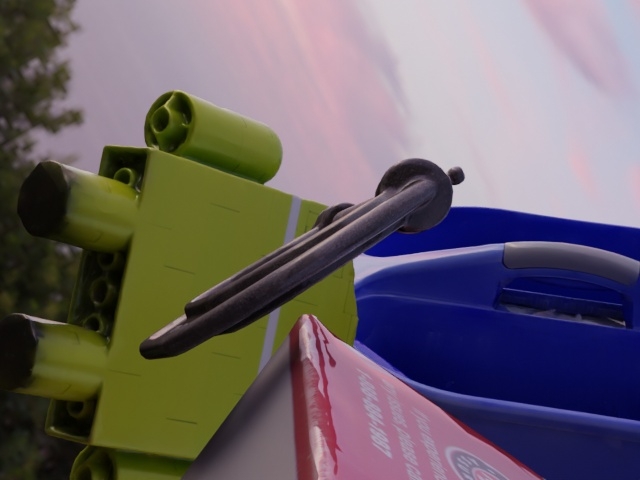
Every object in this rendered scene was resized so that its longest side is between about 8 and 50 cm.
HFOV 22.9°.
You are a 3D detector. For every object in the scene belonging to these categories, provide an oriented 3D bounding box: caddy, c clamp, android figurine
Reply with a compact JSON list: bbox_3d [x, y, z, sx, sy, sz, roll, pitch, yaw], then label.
[{"bbox_3d":[0.164,0.079,1.100,0.241,0.341,0.179,-72,168,-57],"label":"caddy"},{"bbox_3d":[0.000,0.000,0.510,0.022,0.137,0.161,61,-6,-2],"label":"c clamp"},{"bbox_3d":[-0.071,0.044,0.927,0.056,0.248,0.273,6,-6,40],"label":"android figurine"}]

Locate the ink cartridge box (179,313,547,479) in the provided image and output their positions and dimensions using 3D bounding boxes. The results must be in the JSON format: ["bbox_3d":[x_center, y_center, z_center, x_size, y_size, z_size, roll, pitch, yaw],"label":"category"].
[{"bbox_3d":[0.110,0.219,0.387,0.385,0.160,0.279,35,10,-10],"label":"ink cartridge box"}]
